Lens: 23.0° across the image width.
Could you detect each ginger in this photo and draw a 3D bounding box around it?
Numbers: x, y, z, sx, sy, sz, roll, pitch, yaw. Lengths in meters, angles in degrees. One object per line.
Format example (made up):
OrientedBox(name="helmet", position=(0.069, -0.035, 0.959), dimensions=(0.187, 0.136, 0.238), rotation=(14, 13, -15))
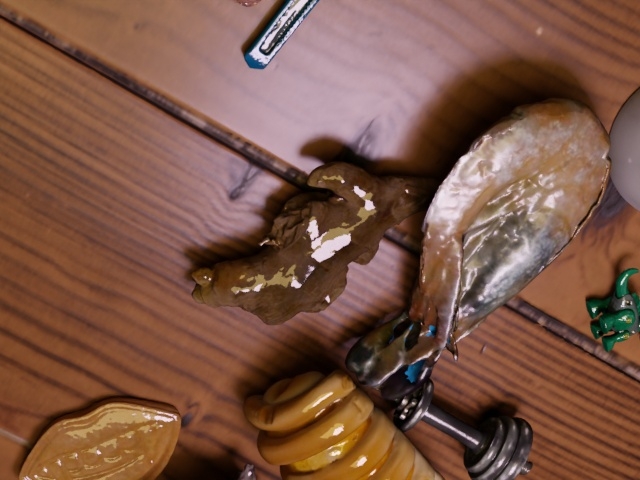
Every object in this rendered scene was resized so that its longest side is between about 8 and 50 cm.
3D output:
OrientedBox(name="ginger", position=(-0.002, 0.001, 1.909), dimensions=(0.333, 0.080, 0.166), rotation=(-33, 128, 9))

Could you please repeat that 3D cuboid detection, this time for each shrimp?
OrientedBox(name="shrimp", position=(0.187, 0.014, 1.915), dimensions=(0.221, 0.110, 0.445), rotation=(23, 109, -40))

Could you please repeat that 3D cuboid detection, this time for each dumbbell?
OrientedBox(name="dumbbell", position=(0.166, 0.239, 2.039), dimensions=(0.254, 0.110, 0.110), rotation=(30, 106, -14))

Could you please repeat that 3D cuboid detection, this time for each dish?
OrientedBox(name="dish", position=(0.475, -0.109, 1.936), dimensions=(0.228, 0.086, 0.236), rotation=(-24, 116, 2))

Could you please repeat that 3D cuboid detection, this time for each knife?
OrientedBox(name="knife", position=(0.012, -0.311, 1.800), dimensions=(0.044, 0.026, 0.296), rotation=(30, 106, -33))

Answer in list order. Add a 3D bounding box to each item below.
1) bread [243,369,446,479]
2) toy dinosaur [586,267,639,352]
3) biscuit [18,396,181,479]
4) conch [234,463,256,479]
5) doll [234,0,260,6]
OrientedBox(name="bread", position=(0.045, 0.296, 2.006), dimensions=(0.173, 0.121, 0.311), rotation=(-24, 119, 38))
OrientedBox(name="toy dinosaur", position=(0.400, 0.091, 2.037), dimensions=(0.096, 0.059, 0.132), rotation=(-19, 125, -10))
OrientedBox(name="biscuit", position=(-0.279, 0.273, 2.014), dimensions=(0.221, 0.029, 0.142), rotation=(-19, 116, -1))
OrientedBox(name="conch", position=(-0.106, 0.405, 2.036), dimensions=(0.313, 0.186, 0.240), rotation=(17, 98, -19))
OrientedBox(name="doll", position=(-0.110, -0.400, 1.666), dimensions=(0.201, 0.156, 0.303), rotation=(7, 110, -25))
